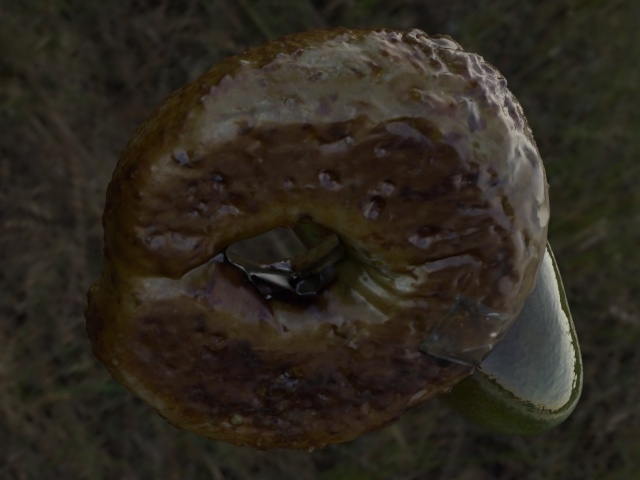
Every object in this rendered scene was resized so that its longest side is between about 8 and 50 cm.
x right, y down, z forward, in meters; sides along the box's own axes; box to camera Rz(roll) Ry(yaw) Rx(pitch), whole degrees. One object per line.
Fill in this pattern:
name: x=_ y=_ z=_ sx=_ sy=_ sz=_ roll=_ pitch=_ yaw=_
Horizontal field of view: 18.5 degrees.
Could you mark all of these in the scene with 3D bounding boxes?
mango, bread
mango: x=0.082 y=0.016 z=1.253 sx=0.267 sy=0.111 sz=0.133 roll=49 pitch=61 yaw=-13
bread: x=0.000 y=0.000 z=0.751 sx=0.193 sy=0.193 sz=0.064 roll=30 pitch=24 yaw=-33
